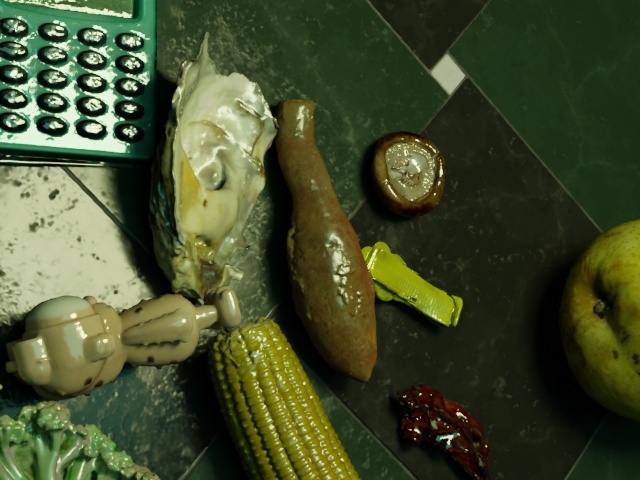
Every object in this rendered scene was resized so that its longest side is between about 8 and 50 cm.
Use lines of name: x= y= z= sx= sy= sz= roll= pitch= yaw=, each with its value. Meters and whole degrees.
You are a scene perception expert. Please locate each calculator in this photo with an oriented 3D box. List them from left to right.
calculator: x=-0.315 y=-0.223 z=1.710 sx=0.248 sy=0.058 sz=0.274 roll=3 pitch=81 yaw=-28

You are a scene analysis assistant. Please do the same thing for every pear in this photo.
pear: x=0.478 y=0.104 z=1.965 sx=0.303 sy=0.304 sz=0.304 roll=5 pitch=79 yaw=-28

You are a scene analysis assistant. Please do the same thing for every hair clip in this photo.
hair clip: x=0.115 y=0.059 z=1.910 sx=0.173 sy=0.046 sz=0.072 roll=28 pitch=66 yaw=-24

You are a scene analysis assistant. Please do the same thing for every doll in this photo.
doll: x=-0.233 y=0.109 z=1.646 sx=0.278 sy=0.154 sz=0.119 roll=-14 pitch=90 yaw=-31

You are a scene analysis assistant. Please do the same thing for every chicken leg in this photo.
chicken leg: x=0.181 y=0.273 z=1.911 sx=0.219 sy=0.048 sz=0.089 roll=42 pitch=68 yaw=-17

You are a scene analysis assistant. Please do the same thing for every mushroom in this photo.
mushroom: x=0.118 y=-0.090 z=1.934 sx=0.123 sy=0.052 sz=0.123 roll=9 pitch=70 yaw=-26

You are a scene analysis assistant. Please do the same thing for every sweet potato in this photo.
sweet potato: x=0.000 y=0.000 z=1.827 sx=0.109 sy=0.109 sz=0.385 roll=-13 pitch=87 yaw=-30

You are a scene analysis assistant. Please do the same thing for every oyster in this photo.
oyster: x=-0.145 y=-0.096 z=1.757 sx=0.271 sy=0.100 sz=0.275 roll=-48 pitch=122 yaw=-31

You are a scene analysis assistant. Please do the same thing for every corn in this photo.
corn: x=-0.036 y=0.260 z=1.750 sx=0.131 sy=0.131 sz=0.345 roll=-28 pitch=93 yaw=-30

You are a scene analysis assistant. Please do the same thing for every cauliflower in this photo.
cauliflower: x=-0.301 y=0.324 z=1.505 sx=0.239 sy=0.315 sz=0.256 roll=22 pitch=116 yaw=-31

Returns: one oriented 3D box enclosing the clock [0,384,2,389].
clock: x=-0.489 y=0.074 z=1.534 sx=0.276 sy=0.120 sz=0.379 roll=0 pitch=81 yaw=-24
